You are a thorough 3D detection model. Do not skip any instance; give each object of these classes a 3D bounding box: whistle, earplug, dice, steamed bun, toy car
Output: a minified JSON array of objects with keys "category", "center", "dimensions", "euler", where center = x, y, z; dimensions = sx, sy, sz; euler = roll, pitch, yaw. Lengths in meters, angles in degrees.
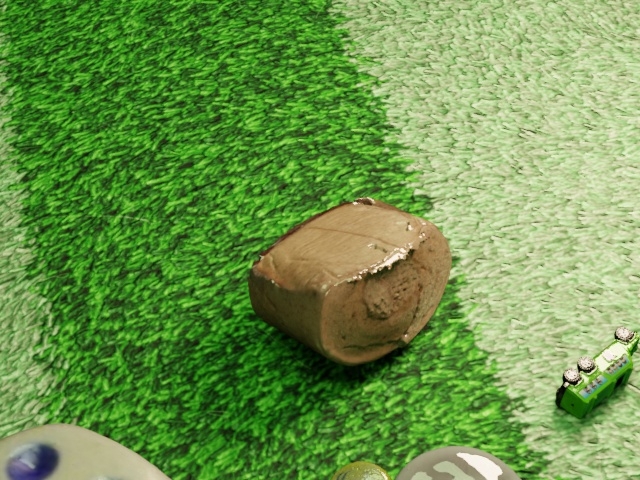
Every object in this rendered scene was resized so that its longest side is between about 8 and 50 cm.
[{"category":"whistle","center":[0.015,0.381,2.026],"dimensions":[0.198,0.057,0.104],"euler":[-11,59,11]},{"category":"earplug","center":[0.214,0.403,1.873],"dimensions":[0.214,0.175,0.325],"euler":[-20,33,-13]},{"category":"dice","center":[-0.339,0.447,1.863],"dimensions":[0.304,0.277,0.304],"euler":[18,52,29]},{"category":"steamed bun","center":[0.054,0.078,2.234],"dimensions":[0.301,0.199,0.252],"euler":[-30,29,-30]},{"category":"toy car","center":[0.428,0.201,2.119],"dimensions":[0.165,0.071,0.062],"euler":[-34,64,-23]}]

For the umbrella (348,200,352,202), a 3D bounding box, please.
[{"category":"umbrella","center":[0.000,0.000,2.424],"dimensions":[0.188,0.050,0.046],"euler":[-41,31,-27]}]
